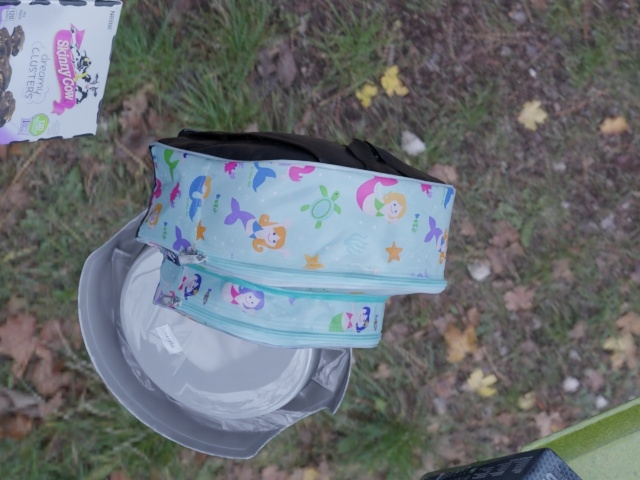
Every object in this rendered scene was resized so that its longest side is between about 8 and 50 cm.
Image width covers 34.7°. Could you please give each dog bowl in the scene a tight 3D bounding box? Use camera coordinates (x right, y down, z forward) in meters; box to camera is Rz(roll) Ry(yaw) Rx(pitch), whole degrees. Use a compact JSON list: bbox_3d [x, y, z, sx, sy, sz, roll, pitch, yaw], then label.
[{"bbox_3d":[-0.116,0.093,1.245,0.349,0.102,0.348,8,115,16],"label":"dog bowl"}]

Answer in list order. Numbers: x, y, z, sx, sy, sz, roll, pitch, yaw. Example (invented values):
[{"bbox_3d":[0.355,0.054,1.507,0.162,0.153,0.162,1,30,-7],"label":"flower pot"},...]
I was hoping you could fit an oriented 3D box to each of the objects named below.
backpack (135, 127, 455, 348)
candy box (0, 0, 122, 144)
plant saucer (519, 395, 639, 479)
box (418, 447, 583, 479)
[{"bbox_3d":[-0.017,-0.004,0.875,0.225,0.254,0.191,7,87,-40],"label":"backpack"},{"bbox_3d":[-0.319,-0.187,1.063,0.196,0.070,0.164,-12,131,-42],"label":"candy box"},{"bbox_3d":[0.290,0.226,0.853,0.188,0.188,0.045,-25,161,8],"label":"plant saucer"},{"bbox_3d":[0.066,0.227,0.662,0.059,0.232,0.183,45,68,3],"label":"box"}]
